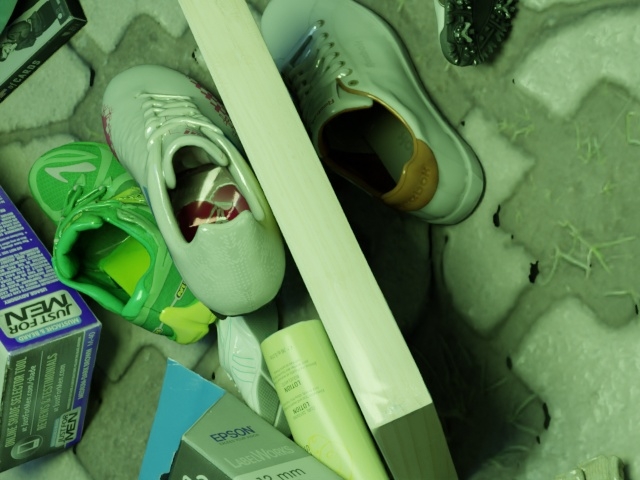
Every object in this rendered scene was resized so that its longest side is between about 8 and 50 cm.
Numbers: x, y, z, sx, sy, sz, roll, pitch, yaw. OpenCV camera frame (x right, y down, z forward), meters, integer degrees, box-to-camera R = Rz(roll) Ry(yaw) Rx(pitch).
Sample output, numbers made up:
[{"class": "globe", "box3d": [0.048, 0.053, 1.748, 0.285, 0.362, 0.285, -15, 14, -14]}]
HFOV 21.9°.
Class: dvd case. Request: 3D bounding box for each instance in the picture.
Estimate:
[{"class": "dvd case", "box3d": [-0.366, -0.237, 1.791, 0.239, 0.030, 0.179, -37, 64, 27]}]

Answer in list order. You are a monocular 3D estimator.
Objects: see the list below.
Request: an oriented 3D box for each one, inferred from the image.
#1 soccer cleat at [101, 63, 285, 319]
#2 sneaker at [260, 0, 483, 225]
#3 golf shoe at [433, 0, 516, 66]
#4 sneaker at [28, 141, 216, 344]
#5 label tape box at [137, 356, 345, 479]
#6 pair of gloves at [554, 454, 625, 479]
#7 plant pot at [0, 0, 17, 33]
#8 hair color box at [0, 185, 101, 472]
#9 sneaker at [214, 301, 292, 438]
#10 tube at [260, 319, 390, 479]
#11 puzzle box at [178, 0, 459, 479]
[{"class": "soccer cleat", "box3d": [-0.117, -0.079, 1.484, 0.116, 0.143, 0.331, -24, 50, -9]}, {"class": "sneaker", "box3d": [0.021, -0.134, 1.436, 0.290, 0.123, 0.106, 49, 114, 31]}, {"class": "golf shoe", "box3d": [0.115, -0.241, 1.421, 0.094, 0.077, 0.198, -6, 76, 50]}, {"class": "sneaker", "box3d": [-0.203, -0.014, 1.576, 0.295, 0.123, 0.109, 41, 107, 41]}, {"class": "label tape box", "box3d": [-0.078, 0.294, 1.430, 0.348, 0.115, 0.249, 32, 116, 33]}, {"class": "pair of gloves", "box3d": [0.281, 0.237, 1.246, 0.240, 0.042, 0.204, -32, 61, 23]}, {"class": "plant pot", "box3d": [-0.472, -0.329, 1.688, 0.293, 0.235, 0.293, -3, 86, 44]}, {"class": "hair color box", "box3d": [-0.354, 0.044, 1.656, 0.339, 0.110, 0.185, 51, 143, 31]}, {"class": "sneaker", "box3d": [-0.059, 0.117, 1.511, 0.061, 0.054, 0.152, -36, 60, 44]}, {"class": "tube", "box3d": [0.017, 0.188, 1.438, 0.070, 0.062, 0.240, 117, 133, -69]}, {"class": "puzzle box", "box3d": [0.000, 0.000, 1.349, 0.052, 0.272, 0.408, -24, 68, 0]}]
